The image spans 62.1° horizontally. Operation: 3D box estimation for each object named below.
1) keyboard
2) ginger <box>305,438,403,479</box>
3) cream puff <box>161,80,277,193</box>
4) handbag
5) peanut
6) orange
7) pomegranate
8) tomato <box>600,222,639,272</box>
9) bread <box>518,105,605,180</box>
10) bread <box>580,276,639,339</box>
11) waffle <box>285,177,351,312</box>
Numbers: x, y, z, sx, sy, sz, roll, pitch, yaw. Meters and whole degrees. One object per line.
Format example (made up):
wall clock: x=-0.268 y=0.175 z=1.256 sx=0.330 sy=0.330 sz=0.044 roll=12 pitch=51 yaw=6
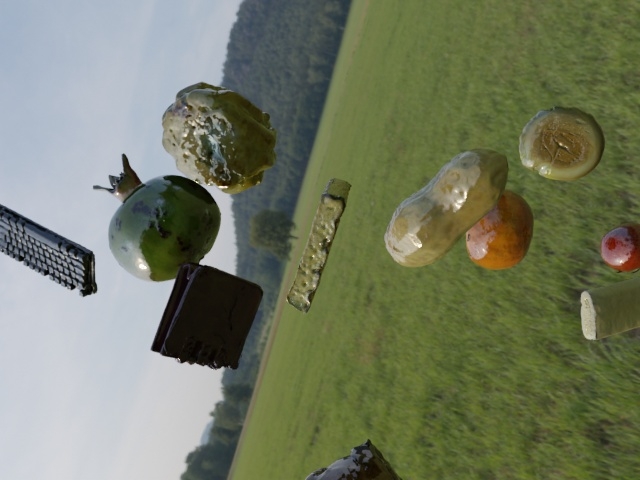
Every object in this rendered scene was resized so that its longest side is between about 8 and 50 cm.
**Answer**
keyboard: x=-0.383 y=-0.001 z=0.682 sx=0.023 sy=0.231 sz=0.072 roll=-46 pitch=-24 yaw=-52
ginger: x=0.097 y=0.574 z=1.106 sx=0.223 sy=0.269 sz=0.200 roll=-36 pitch=27 yaw=-12
cream puff: x=-0.271 y=-0.309 z=1.529 sx=0.257 sy=0.325 sz=0.290 roll=-52 pitch=-24 yaw=-55
handbag: x=-0.240 y=0.167 z=1.146 sx=0.074 sy=0.203 sz=0.216 roll=14 pitch=82 yaw=45
peanut: x=0.234 y=-0.053 z=1.030 sx=0.319 sy=0.148 sz=0.147 roll=-48 pitch=19 yaw=42
orange: x=0.616 y=-0.037 z=1.841 sx=0.284 sy=0.226 sz=0.283 roll=6 pitch=-90 yaw=-73
pomegranate: x=-0.408 y=-0.057 z=1.324 sx=0.291 sy=0.323 sz=0.290 roll=-28 pitch=27 yaw=16
tomato: x=0.991 y=0.019 z=1.718 sx=0.167 sy=0.168 sz=0.167 roll=-163 pitch=90 yaw=-88
bread: x=0.647 y=-0.262 z=1.432 sx=0.105 sy=0.214 sz=0.213 roll=-26 pitch=-45 yaw=-68
bread: x=0.764 y=0.178 z=1.378 sx=0.060 sy=0.178 sz=0.139 roll=-154 pitch=52 yaw=-72
waffle: x=0.000 y=0.000 z=1.106 sx=0.221 sy=0.055 sz=0.247 roll=-68 pitch=-3 yaw=-75
